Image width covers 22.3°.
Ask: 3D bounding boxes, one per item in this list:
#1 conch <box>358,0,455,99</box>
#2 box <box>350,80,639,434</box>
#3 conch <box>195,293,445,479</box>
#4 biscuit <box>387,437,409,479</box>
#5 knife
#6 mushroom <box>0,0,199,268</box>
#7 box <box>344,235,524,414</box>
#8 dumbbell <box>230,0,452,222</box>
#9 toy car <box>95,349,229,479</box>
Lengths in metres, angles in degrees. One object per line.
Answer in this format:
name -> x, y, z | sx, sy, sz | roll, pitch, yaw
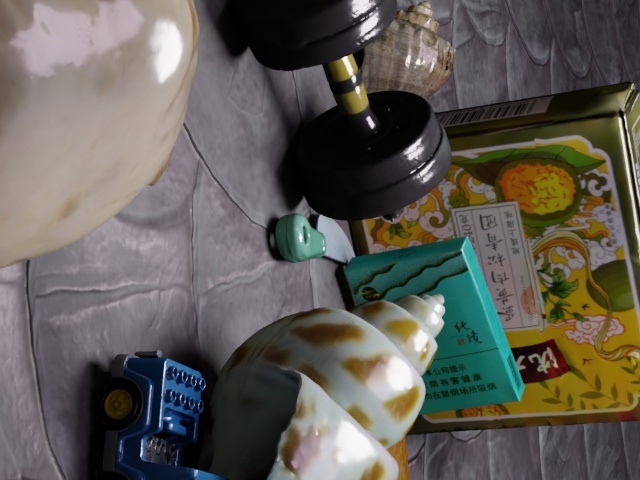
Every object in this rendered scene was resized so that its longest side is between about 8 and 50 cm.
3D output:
conch -> 0.100, -0.237, 2.183 | 0.155, 0.130, 0.207 | 29, 77, -24
box -> 0.247, 0.031, 2.072 | 0.138, 0.373, 0.420 | -45, 126, -63
conch -> -0.009, 0.188, 1.586 | 0.368, 0.197, 0.249 | -67, -168, -11
biscuit -> 0.052, 0.280, 1.979 | 0.262, 0.037, 0.262 | -6, 90, -67
knife -> 0.000, -0.002, 1.942 | 0.260, 0.035, 0.063 | 10, 72, -73
mushroom -> -0.260, -0.145, 1.107 | 0.336, 0.314, 0.314 | 59, 14, 22
box -> 0.142, 0.110, 2.020 | 0.226, 0.161, 0.042 | 67, 26, -24
dumbbell -> 0.027, -0.182, 1.849 | 0.185, 0.185, 0.388 | -68, 144, -48
toy car -> -0.140, 0.192, 1.456 | 0.097, 0.100, 0.191 | 36, 56, -66
